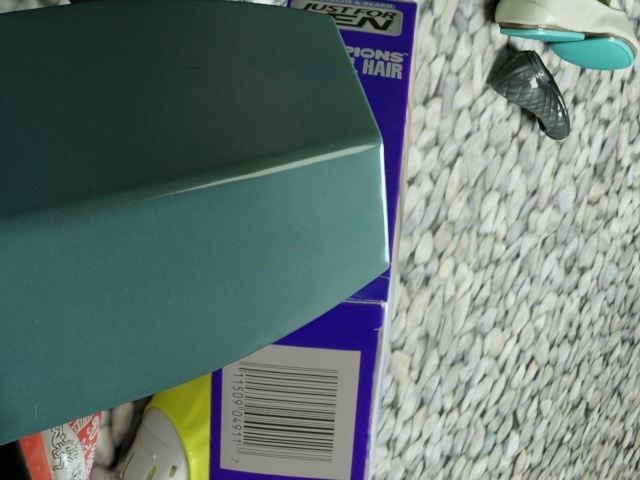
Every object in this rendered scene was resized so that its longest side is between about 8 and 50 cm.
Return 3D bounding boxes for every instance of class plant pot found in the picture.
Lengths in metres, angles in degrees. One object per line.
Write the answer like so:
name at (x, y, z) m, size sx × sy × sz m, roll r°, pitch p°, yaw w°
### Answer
plant pot at (-0.089, -0.025, 1.005) m, size 0.234 × 0.165 × 0.166 m, roll -13°, pitch 138°, yaw -7°

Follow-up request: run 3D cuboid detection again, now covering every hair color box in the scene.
hair color box at (0.000, 0.000, 1.237) m, size 0.339 × 0.110 × 0.185 m, roll -84°, pitch 178°, yaw -52°

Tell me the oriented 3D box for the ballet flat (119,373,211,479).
ballet flat at (-0.113, 0.185, 1.403) m, size 0.077 × 0.077 × 0.231 m, roll -20°, pitch 134°, yaw -35°

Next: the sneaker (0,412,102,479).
sneaker at (-0.160, 0.106, 1.209) m, size 0.145 × 0.090 × 0.270 m, roll -41°, pitch 144°, yaw -37°

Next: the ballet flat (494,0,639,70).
ballet flat at (0.231, -0.209, 1.712) m, size 0.248 × 0.086 × 0.086 m, roll 8°, pitch 106°, yaw -63°

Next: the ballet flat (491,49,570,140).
ballet flat at (0.198, -0.133, 1.762) m, size 0.049 × 0.057 × 0.173 m, roll -24°, pitch 156°, yaw 12°

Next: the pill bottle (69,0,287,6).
pill bottle at (-0.062, -0.239, 1.039) m, size 0.130 × 0.130 × 0.246 m, roll -27°, pitch 136°, yaw -53°
